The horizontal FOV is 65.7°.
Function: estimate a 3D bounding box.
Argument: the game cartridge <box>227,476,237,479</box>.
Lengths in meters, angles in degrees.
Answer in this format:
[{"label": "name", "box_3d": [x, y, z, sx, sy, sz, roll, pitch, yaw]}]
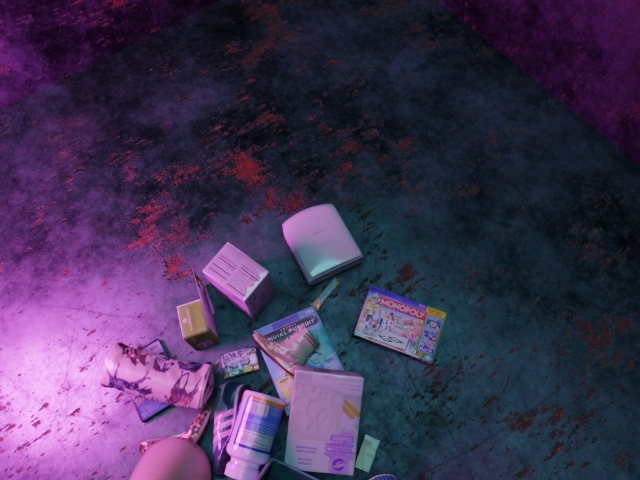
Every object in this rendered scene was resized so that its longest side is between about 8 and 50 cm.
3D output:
[{"label": "game cartridge", "box_3d": [-0.183, 0.934, 1.637, 0.355, 0.068, 0.230, 25, 63, 11]}]

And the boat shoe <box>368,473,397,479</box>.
[{"label": "boat shoe", "box_3d": [0.172, 0.840, 1.674, 0.183, 0.066, 0.066, -20, 64, -3]}]

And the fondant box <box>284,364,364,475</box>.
[{"label": "fondant box", "box_3d": [0.012, 0.611, 1.698, 0.239, 0.096, 0.330, 7, 87, -3]}]

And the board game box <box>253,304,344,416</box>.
[{"label": "board game box", "box_3d": [-0.071, 0.447, 1.853, 0.254, 0.079, 0.335, -22, 67, -10]}]

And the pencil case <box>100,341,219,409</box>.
[{"label": "pencil case", "box_3d": [-0.576, 0.477, 1.769, 0.411, 0.159, 0.183, 11, 29, 7]}]

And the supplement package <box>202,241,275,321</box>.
[{"label": "supplement package", "box_3d": [-0.302, 0.162, 1.885, 0.204, 0.261, 0.145, 34, 69, 15]}]

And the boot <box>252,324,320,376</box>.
[{"label": "boot", "box_3d": [-0.124, 0.366, 1.804, 0.213, 0.077, 0.165, 39, 72, 9]}]

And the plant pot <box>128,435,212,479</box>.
[{"label": "plant pot", "box_3d": [-0.500, 0.786, 1.546, 0.257, 0.274, 0.256, 0, 87, 3]}]

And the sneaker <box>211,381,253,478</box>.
[{"label": "sneaker", "box_3d": [-0.337, 0.662, 1.756, 0.131, 0.112, 0.318, 1, 66, 32]}]

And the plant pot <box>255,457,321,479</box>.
[{"label": "plant pot", "box_3d": [-0.116, 0.871, 1.508, 0.248, 0.247, 0.252, 22, 93, 10]}]

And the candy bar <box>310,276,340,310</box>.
[{"label": "candy bar", "box_3d": [0.023, 0.212, 1.997, 0.040, 0.018, 0.161, 36, 71, 15]}]

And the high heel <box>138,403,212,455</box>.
[{"label": "high heel", "box_3d": [-0.511, 0.665, 1.742, 0.186, 0.093, 0.261, 26, 74, 9]}]

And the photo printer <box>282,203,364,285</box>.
[{"label": "photo printer", "box_3d": [0.000, 0.000, 2.047, 0.256, 0.107, 0.307, -24, 67, -11]}]

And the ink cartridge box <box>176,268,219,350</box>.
[{"label": "ink cartridge box", "box_3d": [-0.475, 0.265, 1.879, 0.097, 0.188, 0.255, -18, 65, -7]}]

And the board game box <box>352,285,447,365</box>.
[{"label": "board game box", "box_3d": [0.310, 0.328, 1.928, 0.318, 0.046, 0.213, 19, 67, 9]}]

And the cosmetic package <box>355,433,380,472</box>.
[{"label": "cosmetic package", "box_3d": [0.162, 0.745, 1.733, 0.060, 0.041, 0.115, 20, 66, 9]}]

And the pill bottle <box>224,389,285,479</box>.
[{"label": "pill bottle", "box_3d": [-0.225, 0.657, 1.666, 0.153, 0.152, 0.271, 14, 69, 6]}]

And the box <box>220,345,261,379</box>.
[{"label": "box", "box_3d": [-0.302, 0.462, 1.874, 0.137, 0.027, 0.093, -14, 67, -7]}]

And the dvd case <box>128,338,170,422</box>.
[{"label": "dvd case", "box_3d": [-0.634, 0.519, 1.851, 0.180, 0.022, 0.253, -31, 69, -12]}]
